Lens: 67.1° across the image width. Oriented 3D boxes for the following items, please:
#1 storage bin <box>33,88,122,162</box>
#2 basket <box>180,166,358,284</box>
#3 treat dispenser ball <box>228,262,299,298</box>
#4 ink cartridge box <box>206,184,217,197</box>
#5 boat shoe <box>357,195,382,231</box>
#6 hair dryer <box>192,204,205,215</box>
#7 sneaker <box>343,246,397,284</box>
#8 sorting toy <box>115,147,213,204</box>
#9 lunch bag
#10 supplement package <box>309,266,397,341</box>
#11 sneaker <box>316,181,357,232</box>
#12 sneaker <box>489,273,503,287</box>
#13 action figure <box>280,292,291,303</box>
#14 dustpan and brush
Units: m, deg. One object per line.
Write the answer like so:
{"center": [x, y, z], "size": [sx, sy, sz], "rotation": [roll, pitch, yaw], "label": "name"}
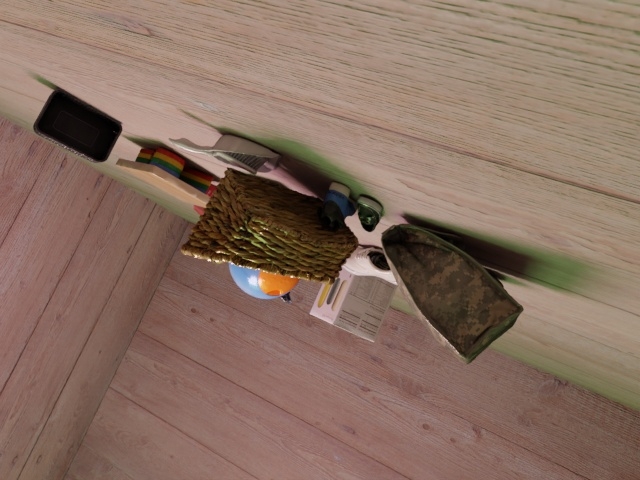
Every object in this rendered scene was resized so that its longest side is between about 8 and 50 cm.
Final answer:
{"center": [-0.626, -0.291, 1.250], "size": [0.180, 0.122, 0.084], "rotation": [29, 171, -33], "label": "storage bin"}
{"center": [-0.097, 0.023, 1.008], "size": [0.299, 0.223, 0.213], "rotation": [15, -152, -42], "label": "basket"}
{"center": [-0.198, 0.073, 1.808], "size": [0.288, 0.288, 0.288], "rotation": [24, 172, 3], "label": "treat dispenser ball"}
{"center": [-0.305, -0.108, 1.644], "size": [0.175, 0.072, 0.127], "rotation": [29, 173, 18], "label": "ink cartridge box"}
{"center": [0.098, -0.050, 0.982], "size": [0.049, 0.040, 0.142], "rotation": [22, 172, 17], "label": "boat shoe"}
{"center": [-0.453, -0.095, 2.232], "size": [0.293, 0.080, 0.223], "rotation": [29, 172, -28], "label": "hair dryer"}
{"center": [0.153, 0.055, 1.437], "size": [0.258, 0.094, 0.091], "rotation": [13, 149, 37], "label": "sneaker"}
{"center": [-0.440, -0.195, 1.465], "size": [0.255, 0.089, 0.257], "rotation": [16, 169, 45], "label": "sorting toy"}
{"center": [0.250, 0.092, 0.985], "size": [0.287, 0.169, 0.235], "rotation": [49, -178, 24], "label": "lunch bag"}
{"center": [0.128, 0.207, 1.816], "size": [0.198, 0.263, 0.199], "rotation": [28, 171, -25], "label": "supplement package"}
{"center": [0.033, -0.055, 0.981], "size": [0.058, 0.085, 0.152], "rotation": [23, 173, 11], "label": "sneaker"}
{"center": [0.286, 0.110, 1.177], "size": [0.111, 0.129, 0.297], "rotation": [28, 173, -39], "label": "sneaker"}
{"center": [-0.179, 0.110, 2.168], "size": [0.178, 0.341, 0.330], "rotation": [-29, 167, 33], "label": "action figure"}
{"center": [-0.189, -0.173, 0.949], "size": [0.211, 0.060, 0.147], "rotation": [25, 172, -8], "label": "dustpan and brush"}
